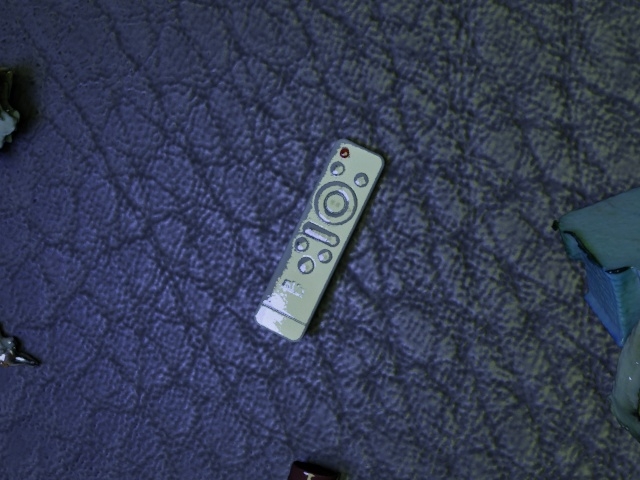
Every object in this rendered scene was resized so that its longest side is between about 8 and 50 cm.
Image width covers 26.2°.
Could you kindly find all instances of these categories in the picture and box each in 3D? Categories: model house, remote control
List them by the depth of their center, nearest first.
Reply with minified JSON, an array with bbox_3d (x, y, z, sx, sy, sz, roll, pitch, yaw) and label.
[{"bbox_3d":[0.284,0.042,1.126,0.148,0.119,0.148,-19,120,-9],"label":"model house"},{"bbox_3d":[0.000,0.000,1.226,0.050,0.027,0.184,26,94,10],"label":"remote control"}]

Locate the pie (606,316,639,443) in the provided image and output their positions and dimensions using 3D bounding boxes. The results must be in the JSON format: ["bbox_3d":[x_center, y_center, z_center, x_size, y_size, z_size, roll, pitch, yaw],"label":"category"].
[{"bbox_3d":[0.337,0.091,1.084,0.241,0.054,0.240,-11,125,-16],"label":"pie"}]

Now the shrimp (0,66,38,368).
[{"bbox_3d":[-0.364,-0.017,1.294,0.185,0.068,0.287,0,95,16],"label":"shrimp"}]

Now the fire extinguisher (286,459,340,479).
[{"bbox_3d":[-0.026,0.278,1.238,0.064,0.043,0.158,12,99,-29],"label":"fire extinguisher"}]
